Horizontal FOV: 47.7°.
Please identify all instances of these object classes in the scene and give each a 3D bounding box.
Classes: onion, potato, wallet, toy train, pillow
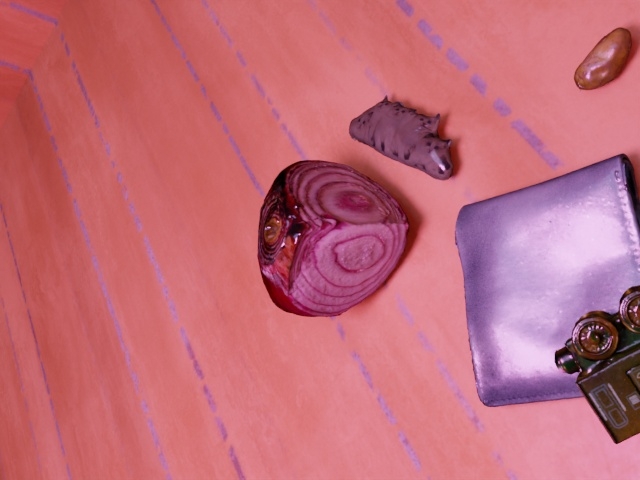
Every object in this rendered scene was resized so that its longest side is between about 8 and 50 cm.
[{"bbox_3d":[-0.002,-0.003,1.143,0.207,0.216,0.206,61,139,46],"label":"onion"},{"bbox_3d":[0.366,-0.230,0.932,0.046,0.045,0.092,40,111,3],"label":"potato"},{"bbox_3d":[0.300,0.057,0.930,0.251,0.054,0.291,-20,68,40],"label":"wallet"},{"bbox_3d":[0.376,0.111,0.788,0.225,0.090,0.137,-35,77,19],"label":"toy train"},{"bbox_3d":[0.131,-0.172,1.148,0.241,0.051,0.093,34,105,46],"label":"pillow"}]
